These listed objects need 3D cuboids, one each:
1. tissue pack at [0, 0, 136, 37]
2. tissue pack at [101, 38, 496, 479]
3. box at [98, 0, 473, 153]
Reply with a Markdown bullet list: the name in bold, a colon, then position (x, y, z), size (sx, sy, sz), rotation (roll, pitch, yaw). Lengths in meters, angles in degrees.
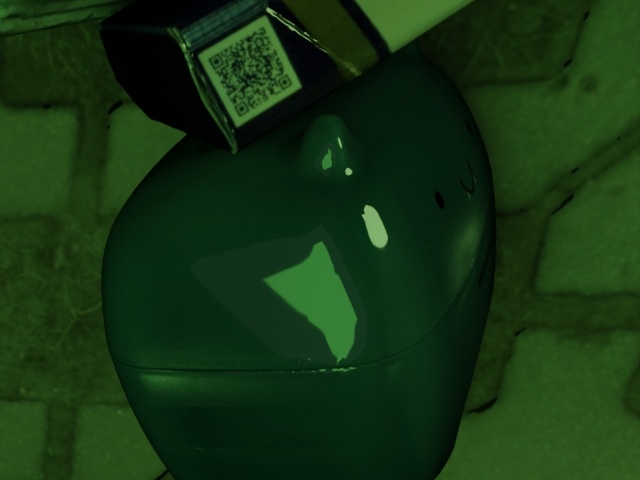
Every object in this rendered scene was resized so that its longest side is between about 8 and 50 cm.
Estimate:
- **tissue pack**: position (-0.198, -0.311, 0.504), size (0.162, 0.287, 0.388), rotation (-36, 96, 22)
- **tissue pack**: position (0.000, 0.000, 0.554), size (0.198, 0.287, 0.206), rotation (-4, 113, 21)
- **box**: position (0.016, -0.149, 0.501), size (0.259, 0.168, 0.071), rotation (-36, 116, -13)
